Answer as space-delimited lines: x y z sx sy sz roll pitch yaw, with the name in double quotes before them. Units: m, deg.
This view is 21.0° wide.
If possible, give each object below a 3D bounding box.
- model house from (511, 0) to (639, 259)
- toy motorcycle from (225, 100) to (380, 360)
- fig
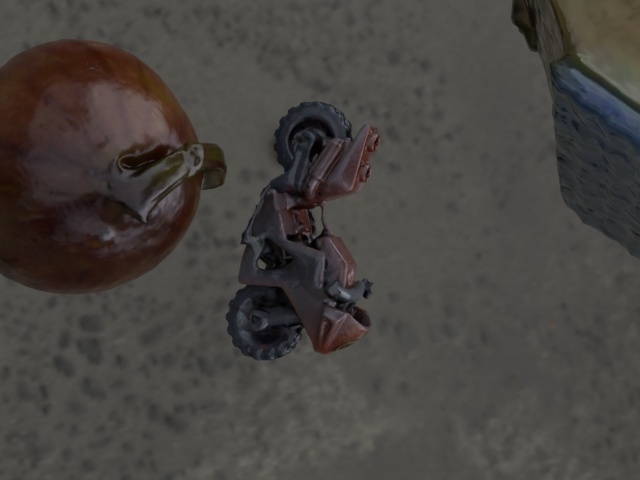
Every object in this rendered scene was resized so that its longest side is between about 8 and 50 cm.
"model house" 0.325 -0.125 1.076 0.334 0.382 0.343 54 20 -74
"toy motorcycle" 0.000 0.000 1.373 0.084 0.118 0.213 3 103 -68
"fig" -0.170 -0.053 1.283 0.205 0.205 0.205 17 64 -38
